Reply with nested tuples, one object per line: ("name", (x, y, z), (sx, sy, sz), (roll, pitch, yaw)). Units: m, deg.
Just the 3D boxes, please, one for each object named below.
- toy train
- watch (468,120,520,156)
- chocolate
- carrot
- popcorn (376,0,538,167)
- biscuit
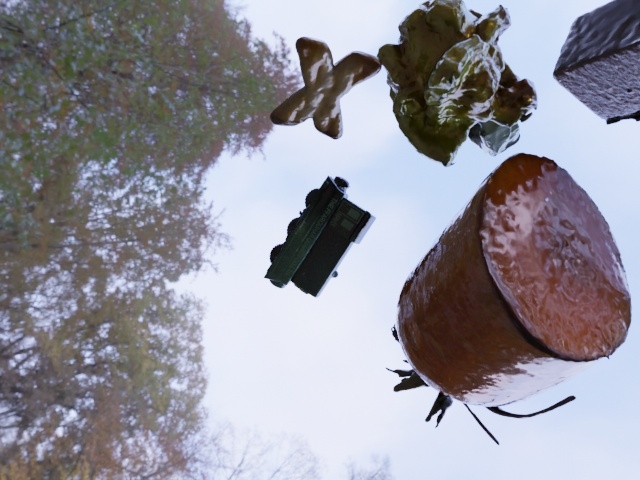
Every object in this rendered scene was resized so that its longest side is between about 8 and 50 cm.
("toy train", (0.000, 0.000, 1.227), (0.178, 0.138, 0.330), (33, -83, 4))
("watch", (0.451, -0.341, 1.333), (0.161, 0.253, 0.241), (-37, -121, 13))
("chocolate", (0.368, -0.203, 0.454), (0.321, 0.111, 0.112), (-167, -82, -75))
("carrot", (0.192, 0.083, 0.535), (0.214, 0.193, 0.331), (37, -32, 7))
("popcorn", (0.252, -0.324, 0.994), (0.290, 0.321, 0.326), (27, -62, 46))
("biscuit", (0.003, -0.288, 0.931), (0.208, 0.164, 0.047), (124, -32, -52))
